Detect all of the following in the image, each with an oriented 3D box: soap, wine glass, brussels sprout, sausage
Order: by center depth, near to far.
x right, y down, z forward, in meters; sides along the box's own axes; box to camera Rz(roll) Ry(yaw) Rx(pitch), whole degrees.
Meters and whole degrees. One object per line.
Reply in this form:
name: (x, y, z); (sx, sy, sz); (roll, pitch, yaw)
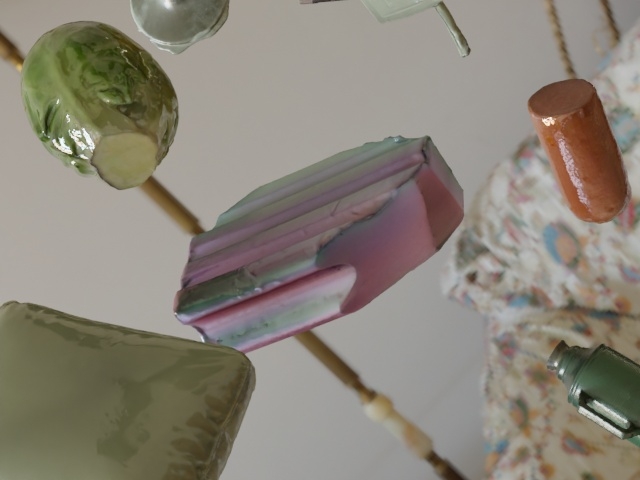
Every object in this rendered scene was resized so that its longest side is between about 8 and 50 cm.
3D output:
wine glass: (-0.176, -0.275, 1.169); (0.156, 0.156, 0.232); (-44, -17, 4)
soap: (0.000, 0.000, 1.381); (0.323, 0.109, 0.193); (-23, 33, 21)
brussels sprout: (-0.299, -0.187, 1.647); (0.244, 0.244, 0.244); (-39, 21, 18)
sausage: (0.417, -0.129, 1.906); (0.113, 0.259, 0.114); (-20, 36, 15)

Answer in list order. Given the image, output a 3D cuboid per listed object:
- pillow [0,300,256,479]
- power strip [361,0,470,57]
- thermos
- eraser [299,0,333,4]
pillow: (-0.248, 0.197, 1.252); (0.322, 0.120, 0.255); (11, 58, 17)
power strip: (0.059, -0.202, 0.892); (0.075, 0.175, 0.042); (-13, 38, 47)
thermos: (0.298, 0.160, 1.141); (0.187, 0.073, 0.083); (32, 72, 26)
eraser: (0.019, -0.346, 1.683); (0.099, 0.027, 0.019); (-5, 49, 0)
